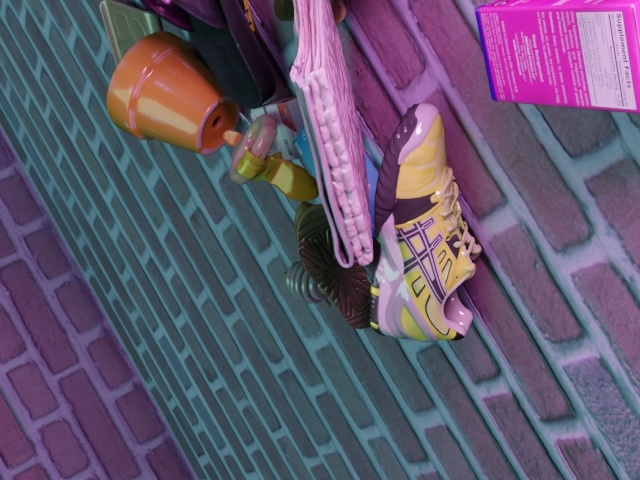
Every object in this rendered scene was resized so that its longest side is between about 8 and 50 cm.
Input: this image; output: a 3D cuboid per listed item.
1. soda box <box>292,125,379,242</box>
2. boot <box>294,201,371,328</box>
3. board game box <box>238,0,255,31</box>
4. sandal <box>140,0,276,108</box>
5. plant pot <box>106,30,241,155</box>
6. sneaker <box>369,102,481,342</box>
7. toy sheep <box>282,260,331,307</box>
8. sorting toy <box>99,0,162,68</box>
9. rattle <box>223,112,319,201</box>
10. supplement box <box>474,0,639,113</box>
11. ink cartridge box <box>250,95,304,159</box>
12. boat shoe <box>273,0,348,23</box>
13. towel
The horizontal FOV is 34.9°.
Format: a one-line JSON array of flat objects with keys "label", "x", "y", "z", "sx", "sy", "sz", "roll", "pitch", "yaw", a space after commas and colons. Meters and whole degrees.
[{"label": "soda box", "x": 0.045, "y": -0.096, "z": 1.615, "sx": 0.210, "sy": 0.071, "sz": 0.067, "roll": 58, "pitch": 156, "yaw": 8}, {"label": "boot", "x": 0.000, "y": 0.000, "z": 1.649, "sx": 0.269, "sy": 0.089, "sz": 0.236, "roll": -119, "pitch": 5, "yaw": -62}, {"label": "board game box", "x": -0.190, "y": -0.432, "z": 1.720, "sx": 0.141, "sy": 0.048, "sz": 0.170, "roll": 20, "pitch": 135, "yaw": 42}, {"label": "sandal", "x": -0.219, "y": -0.389, "z": 1.621, "sx": 0.168, "sy": 0.107, "sz": 0.445, "roll": 8, "pitch": 135, "yaw": 55}, {"label": "plant pot", "x": -0.258, "y": -0.256, "z": 1.896, "sx": 0.188, "sy": 0.205, "sz": 0.205, "roll": 33, "pitch": 144, "yaw": 20}, {"label": "sneaker", "x": 0.159, "y": -0.020, "z": 1.455, "sx": 0.147, "sy": 0.145, "sz": 0.384, "roll": 11, "pitch": 128, "yaw": 18}, {"label": "toy sheep", "x": -0.020, "y": 0.077, "z": 1.885, "sx": 0.132, "sy": 0.091, "sz": 0.091, "roll": 6, "pitch": 121, "yaw": 38}, {"label": "sorting toy", "x": -0.377, "y": -0.404, "z": 2.134, "sx": 0.208, "sy": 0.038, "sz": 0.193, "roll": 25, "pitch": 136, "yaw": 45}, {"label": "rattle", "x": -0.083, "y": -0.143, "z": 1.717, "sx": 0.200, "sy": 0.143, "sz": 0.130, "roll": -155, "pitch": 75, "yaw": -74}, {"label": "supplement box", "x": 0.279, "y": -0.204, "z": 1.045, "sx": 0.220, "sy": 0.111, "sz": 0.113, "roll": 18, "pitch": 130, "yaw": 54}, {"label": "ink cartridge box", "x": -0.052, "y": -0.190, "z": 1.719, "sx": 0.135, "sy": 0.056, "sz": 0.099, "roll": 4, "pitch": 118, "yaw": 61}, {"label": "boat shoe", "x": -0.007, "y": -0.347, "z": 1.514, "sx": 0.153, "sy": 0.048, "sz": 0.056, "roll": 12, "pitch": 114, "yaw": 50}, {"label": "towel", "x": 0.012, "y": -0.178, "z": 1.377, "sx": 0.317, "sy": 0.054, "sz": 0.331, "roll": -92, "pitch": -11, "yaw": -48}]
